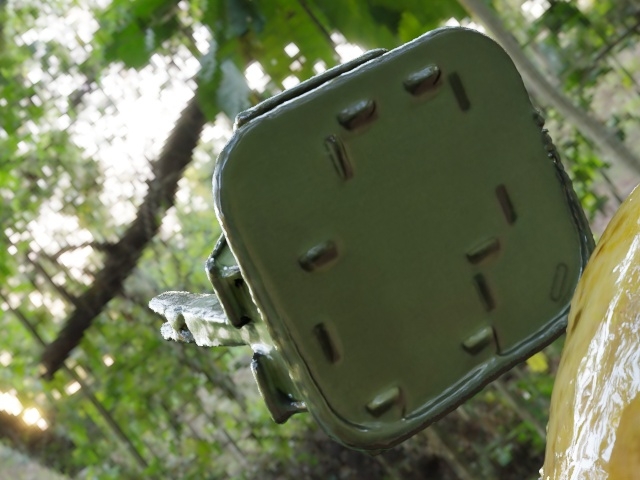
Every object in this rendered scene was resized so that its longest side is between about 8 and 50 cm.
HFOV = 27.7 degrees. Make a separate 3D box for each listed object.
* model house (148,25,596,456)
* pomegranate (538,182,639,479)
[{"bbox_3d":[0.000,0.000,0.852,0.218,0.204,0.279,-28,10,-25],"label":"model house"},{"bbox_3d":[0.213,0.079,0.470,0.281,0.281,0.281,-38,-7,-6],"label":"pomegranate"}]
